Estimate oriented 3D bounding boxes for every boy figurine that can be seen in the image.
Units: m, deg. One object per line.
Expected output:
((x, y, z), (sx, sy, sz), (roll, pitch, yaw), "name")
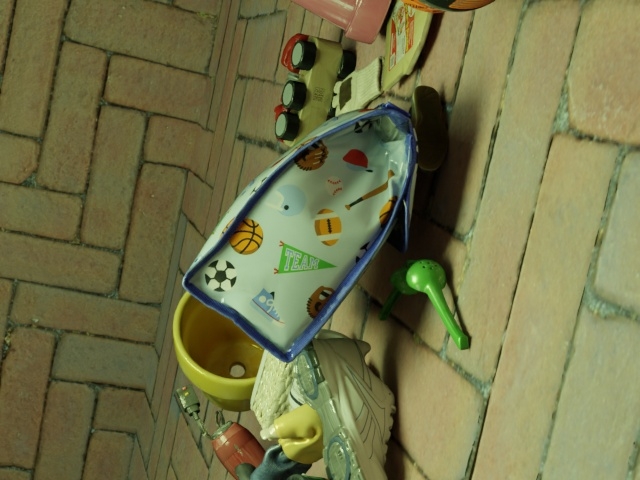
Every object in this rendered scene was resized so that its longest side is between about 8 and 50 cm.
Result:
((-0.021, 0.305, 1.791), (0.285, 0.177, 0.092), (-53, 50, 18), "boy figurine")

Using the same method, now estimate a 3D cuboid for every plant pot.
((0.036, -0.466, 1.963), (0.201, 0.180, 0.201), (-164, 90, -83), "plant pot")
((-0.163, 0.219, 2.205), (0.239, 0.254, 0.254), (99, 171, -58), "plant pot")

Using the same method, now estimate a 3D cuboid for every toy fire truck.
((-0.031, -0.307, 2.256), (0.246, 0.159, 0.217), (34, 114, 60), "toy fire truck")

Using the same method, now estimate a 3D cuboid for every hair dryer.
((-0.148, 0.399, 2.137), (0.080, 0.223, 0.293), (-41, 54, -1), "hair dryer")

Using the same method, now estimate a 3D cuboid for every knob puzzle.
((0.156, -0.358, 1.825), (0.213, 0.030, 0.213), (-169, 90, -74), "knob puzzle")

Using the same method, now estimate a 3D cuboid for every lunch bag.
((0.003, -0.038, 1.682), (0.385, 0.239, 0.328), (-53, 5, 3), "lunch bag")

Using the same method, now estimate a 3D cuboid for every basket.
((-0.047, 0.261, 1.994), (0.103, 0.113, 0.167), (-121, 44, -59), "basket")

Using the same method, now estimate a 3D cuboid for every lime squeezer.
((0.145, 0.078, 1.602), (0.109, 0.059, 0.310), (71, 164, -9), "lime squeezer")

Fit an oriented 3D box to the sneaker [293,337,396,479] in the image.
((0.062, 0.270, 1.648), (0.111, 0.129, 0.297), (-50, 53, 56), "sneaker")

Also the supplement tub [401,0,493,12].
((0.203, -0.415, 1.399), (0.338, 0.207, 0.207), (161, 118, -70), "supplement tub")

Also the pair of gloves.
((0.057, -0.203, 2.040), (0.204, 0.042, 0.240), (161, 117, -71), "pair of gloves")

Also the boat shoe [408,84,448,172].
((0.160, -0.161, 1.672), (0.049, 0.056, 0.152), (106, 169, -58), "boat shoe")

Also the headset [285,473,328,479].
((-0.057, 0.531, 1.586), (0.243, 0.185, 0.394), (127, 147, -57), "headset")

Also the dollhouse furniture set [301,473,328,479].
((-0.004, 0.420, 1.809), (0.114, 0.081, 0.091), (124, 151, -53), "dollhouse furniture set")

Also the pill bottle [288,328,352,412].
((-0.001, 0.243, 1.878), (0.094, 0.094, 0.169), (-113, 36, -61), "pill bottle")
